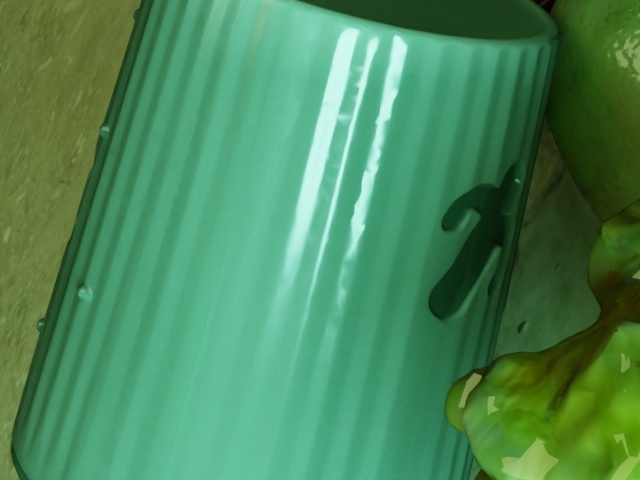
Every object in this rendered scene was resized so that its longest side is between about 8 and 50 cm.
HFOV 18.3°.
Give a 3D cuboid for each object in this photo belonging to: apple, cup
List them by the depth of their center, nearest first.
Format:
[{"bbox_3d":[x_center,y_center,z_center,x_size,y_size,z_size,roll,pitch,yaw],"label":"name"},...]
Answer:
[{"bbox_3d":[0.226,-0.135,1.275,0.193,0.120,0.265,-45,34,47],"label":"apple"},{"bbox_3d":[-0.024,-0.004,1.348,0.401,0.310,0.392,-111,34,-67],"label":"cup"}]

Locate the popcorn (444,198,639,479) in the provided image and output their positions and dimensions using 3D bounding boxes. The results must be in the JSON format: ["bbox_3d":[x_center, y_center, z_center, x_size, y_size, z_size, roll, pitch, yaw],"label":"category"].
[{"bbox_3d":[0.208,0.149,0.904,0.321,0.290,0.326,-133,40,-58],"label":"popcorn"}]

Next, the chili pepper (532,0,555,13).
[{"bbox_3d":[0.138,-0.182,1.474,0.253,0.136,0.144,-53,39,24],"label":"chili pepper"}]
